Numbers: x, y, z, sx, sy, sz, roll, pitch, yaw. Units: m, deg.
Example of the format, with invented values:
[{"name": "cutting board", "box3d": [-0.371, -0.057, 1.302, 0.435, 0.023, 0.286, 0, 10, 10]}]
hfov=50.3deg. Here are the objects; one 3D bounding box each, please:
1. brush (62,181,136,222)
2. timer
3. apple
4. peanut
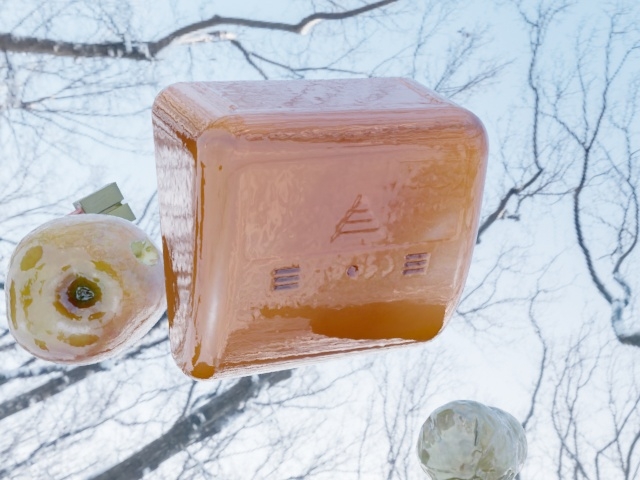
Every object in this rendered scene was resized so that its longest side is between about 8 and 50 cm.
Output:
[{"name": "brush", "box3d": [-0.526, -0.034, 1.495, 0.047, 0.233, 0.103, -9, -69, 48]}, {"name": "timer", "box3d": [0.000, 0.000, 0.582, 0.161, 0.257, 0.250, -131, -141, -59]}, {"name": "apple", "box3d": [-0.344, 0.074, 1.021, 0.241, 0.242, 0.242, -168, -120, -80]}, {"name": "peanut", "box3d": [0.154, 0.207, 0.681, 0.099, 0.214, 0.100, -4, -102, 20]}]
